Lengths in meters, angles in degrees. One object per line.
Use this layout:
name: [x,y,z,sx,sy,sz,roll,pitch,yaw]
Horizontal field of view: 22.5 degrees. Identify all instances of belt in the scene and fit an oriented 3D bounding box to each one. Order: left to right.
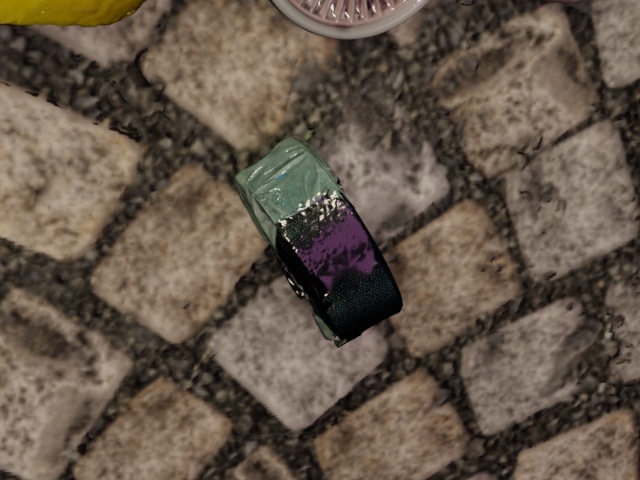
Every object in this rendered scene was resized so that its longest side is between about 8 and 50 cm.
belt: [0.000,0.000,1.025,0.058,0.105,0.140,-34,117,-8]

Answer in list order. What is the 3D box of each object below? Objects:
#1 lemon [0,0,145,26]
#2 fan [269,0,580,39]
lemon: [-0.176,-0.219,0.774,0.240,0.240,0.219,0,104,-22]
fan: [0.068,-0.186,0.978,0.244,0.074,0.130,2,113,-23]
